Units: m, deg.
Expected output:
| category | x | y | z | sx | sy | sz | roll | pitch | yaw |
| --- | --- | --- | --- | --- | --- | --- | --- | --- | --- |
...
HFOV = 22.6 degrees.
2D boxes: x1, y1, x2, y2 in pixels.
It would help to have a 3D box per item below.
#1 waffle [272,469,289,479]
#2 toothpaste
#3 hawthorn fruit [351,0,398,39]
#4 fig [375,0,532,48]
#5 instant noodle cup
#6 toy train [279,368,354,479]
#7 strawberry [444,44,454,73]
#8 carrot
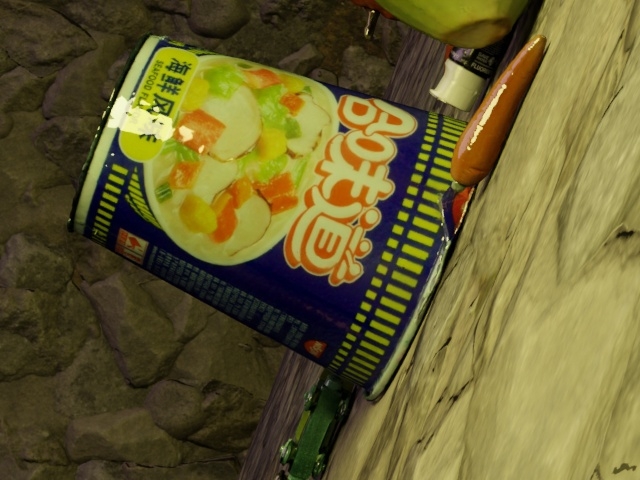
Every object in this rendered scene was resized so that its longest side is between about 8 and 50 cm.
| category | x | y | z | sx | sy | sz | roll | pitch | yaw |
| --- | --- | --- | --- | --- | --- | --- | --- | --- | --- |
| waffle | -0.072 | 0.342 | 1.701 | 0.208 | 0.054 | 0.214 | -64 | 0 | 12 |
| toothpaste | 0.169 | -0.216 | 1.520 | 0.193 | 0.045 | 0.071 | -62 | 4 | 13 |
| hawthorn fruit | 0.102 | -0.342 | 1.737 | 0.261 | 0.224 | 0.224 | -55 | 6 | 16 |
| fig | 0.111 | -0.284 | 1.391 | 0.230 | 0.207 | 0.207 | -80 | 10 | -52 |
| instant noodle cup | -0.045 | -0.041 | 1.419 | 0.284 | 0.312 | 0.284 | -158 | 90 | -87 |
| toy train | -0.003 | 0.188 | 1.637 | 0.081 | 0.050 | 0.122 | -58 | -10 | -75 |
| strawberry | 0.161 | -0.224 | 1.701 | 0.152 | 0.048 | 0.104 | -63 | 1 | 35 |
| carrot | 0.136 | -0.097 | 1.235 | 0.142 | 0.035 | 0.035 | -63 | 3 | 16 |
